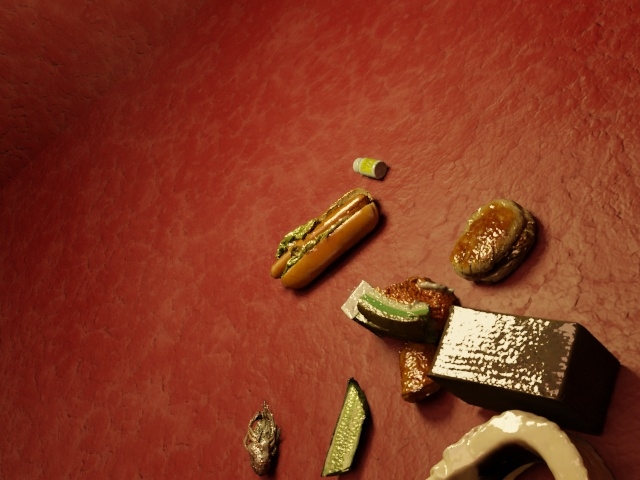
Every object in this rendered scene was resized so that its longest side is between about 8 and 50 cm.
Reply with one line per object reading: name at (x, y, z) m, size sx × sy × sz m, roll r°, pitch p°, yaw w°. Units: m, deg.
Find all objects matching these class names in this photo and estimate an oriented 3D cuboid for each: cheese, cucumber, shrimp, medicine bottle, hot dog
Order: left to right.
shrimp at (-0.134, 0.452, 1.807) m, size 0.073 × 0.075 × 0.190 m, roll 118°, pitch 165°, yaw -48°
hot dog at (0.000, 0.000, 1.940) m, size 0.337 × 0.100 × 0.135 m, roll -40°, pitch 44°, yaw 18°
cucumber at (0.067, 0.403, 1.656) m, size 0.070 × 0.046 × 0.220 m, roll 1°, pitch 67°, yaw 43°
medicine bottle at (0.125, -0.185, 1.977) m, size 0.083 × 0.047 × 0.047 m, roll 19°, pitch 79°, yaw 48°
hot dog at (0.202, 0.267, 1.594) m, size 0.099 × 0.065 × 0.147 m, roll -33°, pitch 34°, yaw 26°
cheese at (0.319, 0.459, 1.287) m, size 0.332 × 0.153 × 0.292 m, roll -38°, pitch 44°, yaw 19°

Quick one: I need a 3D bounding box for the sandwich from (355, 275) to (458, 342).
sandwich at (0.178, 0.129, 1.616) m, size 0.185 × 0.109 × 0.160 m, roll 15°, pitch 55°, yaw 31°

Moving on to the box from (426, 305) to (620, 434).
box at (0.355, 0.226, 1.379) m, size 0.273 × 0.184 × 0.143 m, roll 4°, pitch 64°, yaw 45°

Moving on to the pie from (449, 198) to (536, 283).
pie at (0.350, 0.000, 1.615) m, size 0.193 × 0.079 × 0.163 m, roll -52°, pitch 37°, yaw 5°

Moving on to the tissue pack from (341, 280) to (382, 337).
tissue pack at (0.109, 0.147, 1.729) m, size 0.085 × 0.111 × 0.079 m, roll -52°, pitch 40°, yaw 4°
